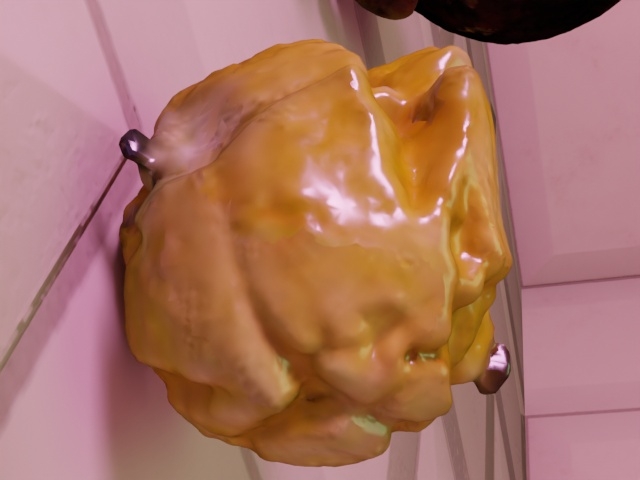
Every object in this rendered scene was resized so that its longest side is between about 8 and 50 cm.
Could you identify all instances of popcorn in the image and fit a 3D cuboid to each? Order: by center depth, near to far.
[{"bbox_3d":[0.000,0.000,0.384,0.152,0.148,0.167,41,53,-34],"label":"popcorn"}]

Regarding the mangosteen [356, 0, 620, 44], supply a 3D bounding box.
[{"bbox_3d":[0.144,-0.289,0.824,0.293,0.297,0.297,-82,160,-54],"label":"mangosteen"}]
